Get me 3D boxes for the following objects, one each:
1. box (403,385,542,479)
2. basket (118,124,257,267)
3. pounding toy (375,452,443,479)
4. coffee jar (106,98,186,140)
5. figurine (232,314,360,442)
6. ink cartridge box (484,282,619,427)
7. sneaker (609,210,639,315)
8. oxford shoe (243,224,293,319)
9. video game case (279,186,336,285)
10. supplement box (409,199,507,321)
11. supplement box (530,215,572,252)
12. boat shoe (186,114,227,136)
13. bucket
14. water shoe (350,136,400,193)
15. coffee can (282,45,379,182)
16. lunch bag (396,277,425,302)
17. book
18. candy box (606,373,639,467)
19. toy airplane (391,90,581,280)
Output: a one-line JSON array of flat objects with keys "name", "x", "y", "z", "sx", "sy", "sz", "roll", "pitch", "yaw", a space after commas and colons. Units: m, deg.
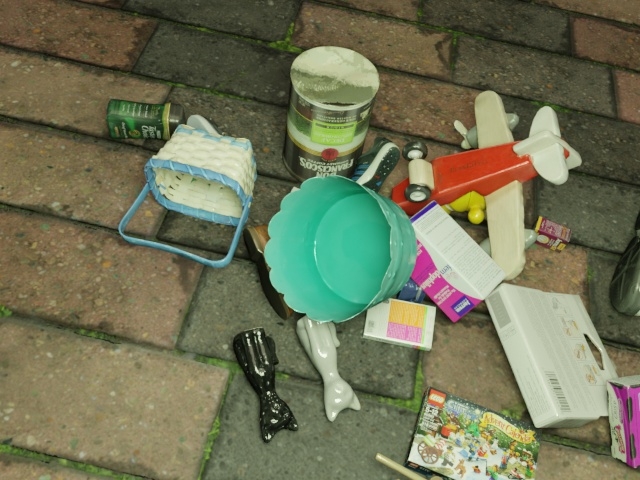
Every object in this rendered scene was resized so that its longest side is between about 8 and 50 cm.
[{"name": "box", "x": 0.292, "y": 0.396, "z": 1.193, "sx": 0.233, "sy": 0.044, "sz": 0.159, "roll": 20, "pitch": 55, "yaw": 6}, {"name": "basket", "x": -0.266, "y": -0.092, "z": 1.358, "sx": 0.255, "sy": 0.201, "sz": 0.288, "roll": 17, "pitch": 59, "yaw": 10}, {"name": "pounding toy", "x": 0.120, "y": 0.474, "z": 1.092, "sx": 0.206, "sy": 0.094, "sz": 0.181, "roll": -9, "pitch": 52, "yaw": -25}, {"name": "coffee jar", "x": -0.427, "y": -0.295, "z": 1.541, "sx": 0.185, "sy": 0.096, "sz": 0.079, "roll": 2, "pitch": 58, "yaw": -6}, {"name": "figurine", "x": -0.042, "y": 0.265, "z": 1.222, "sx": 0.215, "sy": 0.092, "sz": 0.209, "roll": -12, "pitch": 66, "yaw": -17}, {"name": "ink cartridge box", "x": 0.502, "y": 0.242, "z": 1.318, "sx": 0.261, "sy": 0.066, "sz": 0.296, "roll": 10, "pitch": 50, "yaw": -32}, {"name": "sneaker", "x": 0.856, "y": 0.042, "z": 1.441, "sx": 0.258, "sy": 0.169, "sz": 0.447, "roll": 30, "pitch": 54, "yaw": 15}, {"name": "oxford shoe", "x": -0.092, "y": 0.063, "z": 1.329, "sx": 0.076, "sy": 0.076, "sz": 0.212, "roll": -16, "pitch": 82, "yaw": -29}, {"name": "video game case", "x": 0.000, "y": 0.000, "z": 1.428, "sx": 0.232, "sy": 0.041, "sz": 0.210, "roll": 23, "pitch": 57, "yaw": 8}, {"name": "supplement box", "x": 0.263, "y": 0.044, "z": 1.320, "sx": 0.220, "sy": 0.111, "sz": 0.114, "roll": 46, "pitch": 48, "yaw": 10}, {"name": "supplement box", "x": 0.553, "y": -0.014, "z": 1.508, "sx": 0.083, "sy": 0.055, "sz": 0.043, "roll": 23, "pitch": 57, "yaw": 9}, {"name": "boat shoe", "x": -0.242, "y": -0.224, "z": 1.538, "sx": 0.076, "sy": 0.080, "sz": 0.228, "roll": -14, "pitch": 55, "yaw": -50}, {"name": "bucket", "x": 0.047, "y": 0.016, "z": 1.229, "sx": 0.281, "sy": 0.281, "sz": 0.183, "roll": 44, "pitch": 17, "yaw": 21}, {"name": "water shoe", "x": 0.110, "y": -0.155, "z": 1.497, "sx": 0.203, "sy": 0.073, "sz": 0.080, "roll": -50, "pitch": 42, "yaw": 12}, {"name": "coffee can", "x": 0.017, "y": -0.289, "z": 1.489, "sx": 0.202, "sy": 0.275, "sz": 0.201, "roll": 3, "pitch": 55, "yaw": -5}, {"name": "lunch bag", "x": 0.206, "y": 0.091, "z": 1.378, "sx": 0.065, "sy": 0.067, "sz": 0.098, "roll": 6, "pitch": 54, "yaw": -4}, {"name": "book", "x": 0.169, "y": 0.177, "z": 1.337, "sx": 0.144, "sy": 0.035, "sz": 0.096, "roll": 12, "pitch": 58, "yaw": 1}, {"name": "candy box", "x": 0.688, "y": 0.340, "z": 1.226, "sx": 0.234, "sy": 0.071, "sz": 0.159, "roll": -5, "pitch": 92, "yaw": -11}, {"name": "toy airplane", "x": 0.402, "y": -0.139, "z": 1.442, "sx": 0.386, "sy": 0.272, "sz": 0.384, "roll": -50, "pitch": 51, "yaw": -4}]
